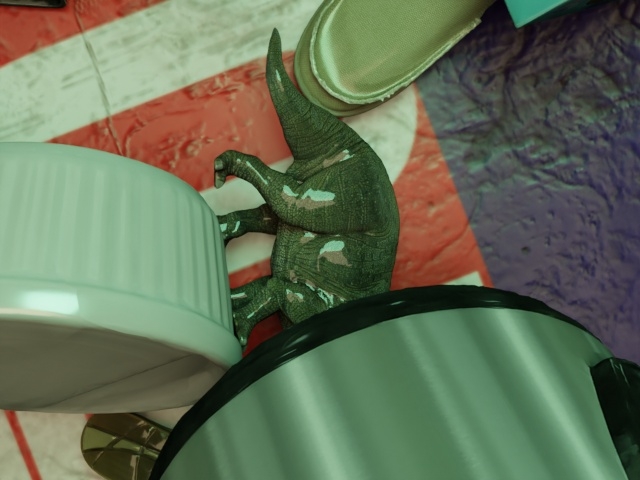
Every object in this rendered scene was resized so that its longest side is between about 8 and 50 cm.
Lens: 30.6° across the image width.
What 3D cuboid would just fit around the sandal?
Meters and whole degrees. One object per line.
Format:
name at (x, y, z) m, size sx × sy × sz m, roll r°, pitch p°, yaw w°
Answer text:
sandal at (-0.106, 0.189, 0.922) m, size 0.180 × 0.049 × 0.072 m, roll 28°, pitch 85°, yaw 13°

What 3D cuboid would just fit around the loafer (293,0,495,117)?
loafer at (0.086, -0.202, 0.889) m, size 0.268 × 0.092 × 0.102 m, roll -44°, pitch 91°, yaw -1°

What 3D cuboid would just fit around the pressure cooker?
pressure cooker at (0.102, 0.284, 0.694) m, size 0.369 × 0.420 × 0.376 m, roll -2°, pitch 130°, yaw -19°

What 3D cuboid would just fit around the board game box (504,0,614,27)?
board game box at (0.171, -0.335, 0.817) m, size 0.253 × 0.079 × 0.336 m, roll -21°, pitch 89°, yaw -40°

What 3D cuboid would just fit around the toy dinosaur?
toy dinosaur at (0.000, 0.000, 0.898) m, size 0.160 × 0.121 × 0.314 m, roll -6°, pitch 87°, yaw -13°

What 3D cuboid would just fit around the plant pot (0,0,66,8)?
plant pot at (-0.285, -0.284, 0.843) m, size 0.188 × 0.187 × 0.167 m, roll 2°, pitch 79°, yaw -1°

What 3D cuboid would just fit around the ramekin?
ramekin at (-0.186, 0.032, 0.812) m, size 0.272 × 0.273 × 0.127 m, roll 2°, pitch 69°, yaw -1°
